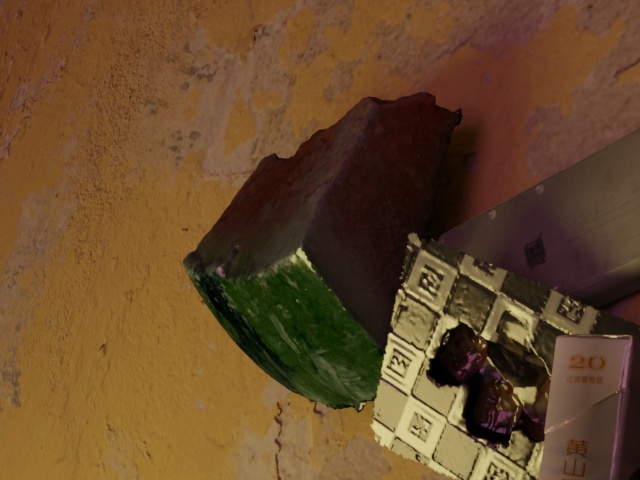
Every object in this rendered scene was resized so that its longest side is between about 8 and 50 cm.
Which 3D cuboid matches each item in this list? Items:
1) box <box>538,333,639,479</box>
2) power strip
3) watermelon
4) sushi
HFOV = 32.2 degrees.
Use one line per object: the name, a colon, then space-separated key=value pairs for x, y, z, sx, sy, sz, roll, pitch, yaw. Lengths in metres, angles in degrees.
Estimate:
box: x=0.209 y=0.189 z=0.737 sx=0.067 sy=0.149 sz=0.233 roll=-4 pitch=70 yaw=47
power strip: x=0.199 y=0.005 z=0.921 sx=0.270 sy=0.046 sz=0.117 roll=-30 pitch=52 yaw=39
watermelon: x=-0.014 y=0.001 z=1.076 sx=0.264 sy=0.151 sz=0.301 roll=-17 pitch=56 yaw=61
sushi: x=0.149 y=0.111 z=0.898 sx=0.210 sy=0.040 sz=0.192 roll=21 pitch=108 yaw=34
